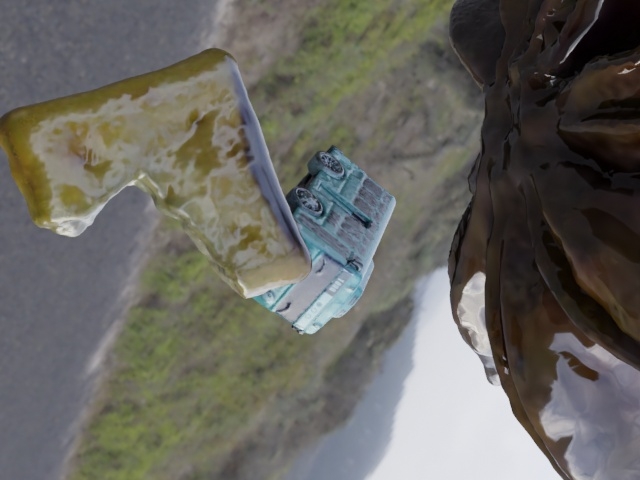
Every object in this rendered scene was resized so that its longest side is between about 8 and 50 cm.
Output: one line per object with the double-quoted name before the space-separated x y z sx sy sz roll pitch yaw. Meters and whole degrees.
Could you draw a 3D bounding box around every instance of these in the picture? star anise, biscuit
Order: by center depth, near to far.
"star anise" 0.119 -0.039 0.499 0.315 0.108 0.315 -178 -90 -79
"biscuit" -0.110 -0.033 0.817 0.183 0.174 0.039 -17 179 -24

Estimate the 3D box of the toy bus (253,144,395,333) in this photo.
"toy bus" 0.000 0.000 0.949 0.079 0.091 0.160 -49 -175 27
